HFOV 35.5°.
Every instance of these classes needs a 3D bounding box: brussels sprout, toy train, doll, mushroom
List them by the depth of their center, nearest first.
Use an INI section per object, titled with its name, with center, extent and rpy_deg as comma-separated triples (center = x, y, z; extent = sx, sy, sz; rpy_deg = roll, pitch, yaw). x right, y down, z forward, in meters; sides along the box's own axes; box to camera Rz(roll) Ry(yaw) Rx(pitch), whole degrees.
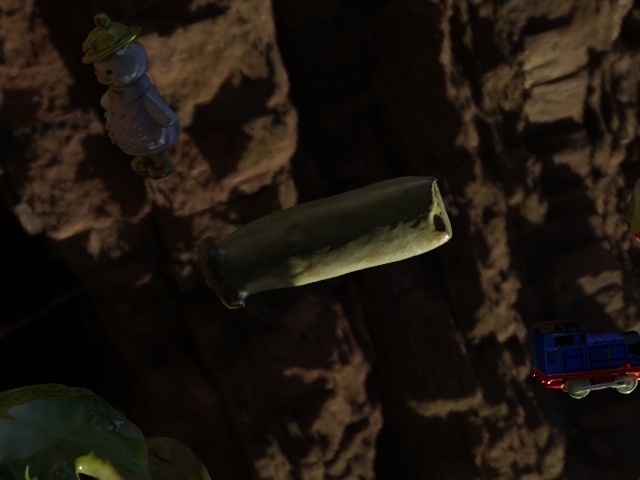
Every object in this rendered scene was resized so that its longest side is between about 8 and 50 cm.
[brussels sprout]
center = -0.271, 0.227, 0.933
extent = 0.161, 0.223, 0.223
rpy_deg = 43, -29, 53
[doll]
center = -0.214, -0.165, 1.140
extent = 0.129, 0.081, 0.207
rpy_deg = 20, -42, 39
[mushroom]
center = 0.000, 0.000, 1.197
extent = 0.081, 0.312, 0.100
rpy_deg = -84, 154, -60
[toy train]
center = 0.481, 0.206, 1.771
extent = 0.083, 0.204, 0.131
rpy_deg = -149, -125, -85

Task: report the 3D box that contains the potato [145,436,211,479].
[potato]
center = -0.264, 0.348, 1.291
extent = 0.218, 0.202, 0.351
rpy_deg = 39, 16, 35

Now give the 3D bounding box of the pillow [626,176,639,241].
[pillow]
center = 0.477, -0.029, 1.210
extent = 0.233, 0.086, 0.214
rpy_deg = 62, -38, 34
